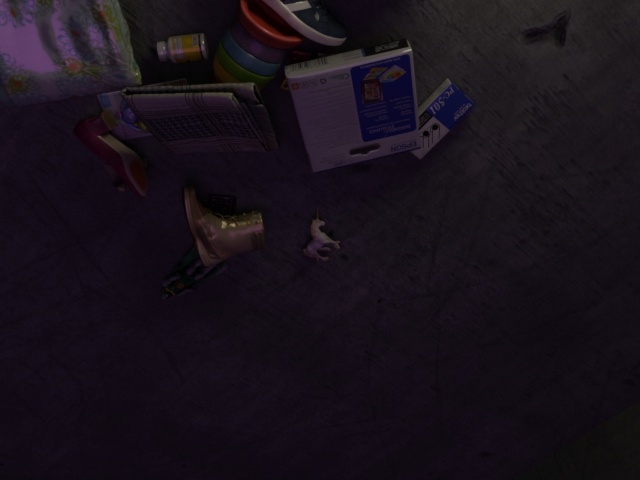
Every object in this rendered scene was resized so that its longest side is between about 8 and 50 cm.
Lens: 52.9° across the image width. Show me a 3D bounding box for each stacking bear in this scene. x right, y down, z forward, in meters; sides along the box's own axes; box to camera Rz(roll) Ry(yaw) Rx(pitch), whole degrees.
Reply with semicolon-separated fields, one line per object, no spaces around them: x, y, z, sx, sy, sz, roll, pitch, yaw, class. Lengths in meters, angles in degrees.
-0.187;-0.418;1.554;0.175;0.164;0.289;35;125;-6;stacking bear

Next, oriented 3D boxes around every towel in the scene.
-0.596;-0.483;1.387;0.321;0.090;0.374;-8;124;3;towel
-0.275;-0.283;1.573;0.325;0.056;0.312;-1;161;9;towel

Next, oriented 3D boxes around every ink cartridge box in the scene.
0.301;-0.322;1.716;0.097;0.046;0.207;33;116;-24;ink cartridge box
0.090;-0.331;1.623;0.304;0.072;0.307;-13;139;2;ink cartridge box

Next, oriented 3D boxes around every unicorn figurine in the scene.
0.000;0.000;1.904;0.111;0.060;0.162;24;119;-19;unicorn figurine

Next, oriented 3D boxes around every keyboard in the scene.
-0.306;-0.053;1.870;0.108;0.023;0.180;6;123;-8;keyboard

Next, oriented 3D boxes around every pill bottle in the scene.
-0.334;-0.465;1.563;0.116;0.065;0.065;-6;124;1;pill bottle

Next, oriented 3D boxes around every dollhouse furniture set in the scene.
-0.529;-0.203;1.761;0.114;0.091;0.081;-31;81;-9;dollhouse furniture set

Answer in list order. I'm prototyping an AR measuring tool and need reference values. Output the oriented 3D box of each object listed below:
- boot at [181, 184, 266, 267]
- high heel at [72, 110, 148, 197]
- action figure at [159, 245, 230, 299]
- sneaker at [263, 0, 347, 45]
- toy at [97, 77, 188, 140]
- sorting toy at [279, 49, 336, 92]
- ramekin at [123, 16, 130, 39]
-0.267;-0.059;1.804;0.204;0.095;0.261;-16;120;-5;boot
-0.549;-0.210;1.684;0.117;0.082;0.244;-20;111;25;high heel
-0.405;0.115;1.957;0.232;0.063;0.137;-35;123;22;action figure
-0.056;-0.589;1.458;0.350;0.131;0.148;32;121;-22;sneaker
-0.443;-0.326;1.655;0.237;0.056;0.136;-10;123;3;toy
0.037;-0.411;1.636;0.275;0.046;0.132;6;124;-9;sorting toy
-0.547;-0.478;1.513;0.207;0.109;0.207;-2;124;-2;ramekin
